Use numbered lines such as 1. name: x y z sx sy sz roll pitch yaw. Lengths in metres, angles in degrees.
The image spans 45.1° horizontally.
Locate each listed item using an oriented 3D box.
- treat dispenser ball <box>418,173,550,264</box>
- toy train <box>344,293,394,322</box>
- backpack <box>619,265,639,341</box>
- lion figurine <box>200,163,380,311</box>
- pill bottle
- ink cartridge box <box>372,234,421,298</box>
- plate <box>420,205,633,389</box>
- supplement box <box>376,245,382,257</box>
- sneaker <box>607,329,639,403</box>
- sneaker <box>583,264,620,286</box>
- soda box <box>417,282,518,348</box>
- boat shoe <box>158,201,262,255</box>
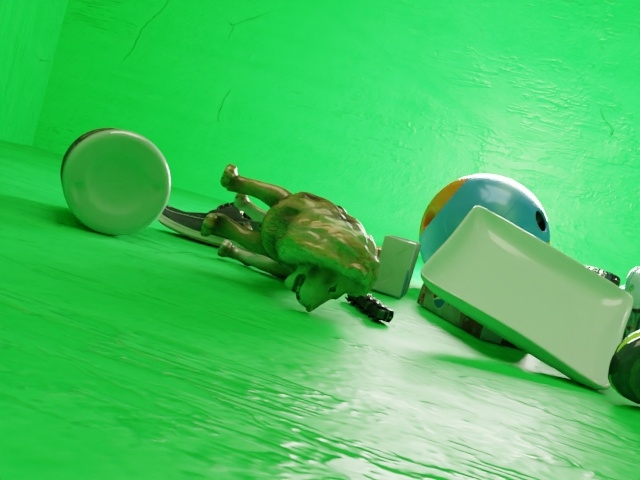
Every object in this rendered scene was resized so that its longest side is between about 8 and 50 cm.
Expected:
1. treat dispenser ball: 0.363 -0.005 1.720 0.288 0.288 0.288 15 3 -1
2. toy train: 0.070 0.090 1.093 0.036 0.027 0.158 18 3 -16
3. backpack: 0.646 0.140 1.477 0.165 0.188 0.144 13 4 -21
4. lion figurine: -0.036 0.004 1.119 0.240 0.142 0.392 23 -1 1
5. pill bottle: -0.347 -0.106 1.278 0.161 0.161 0.283 14 4 -21
6. ink cartridge box: 0.146 0.047 1.467 0.061 0.104 0.181 17 3 11
7. plate: 0.294 0.077 1.093 0.278 0.045 0.277 32 34 12
8. supplement box: 0.052 0.039 1.406 0.078 0.080 0.233 15 5 15
9. sneaker: 0.482 0.177 0.883 0.299 0.111 0.121 13 8 0
10. sneaker: 0.430 0.139 1.270 0.111 0.129 0.297 19 23 24
11. soda box: 0.253 0.101 1.260 0.092 0.083 0.263 14 4 -15
12. boat shoe: -0.156 -0.028 1.430 0.285 0.092 0.103 16 4 7
